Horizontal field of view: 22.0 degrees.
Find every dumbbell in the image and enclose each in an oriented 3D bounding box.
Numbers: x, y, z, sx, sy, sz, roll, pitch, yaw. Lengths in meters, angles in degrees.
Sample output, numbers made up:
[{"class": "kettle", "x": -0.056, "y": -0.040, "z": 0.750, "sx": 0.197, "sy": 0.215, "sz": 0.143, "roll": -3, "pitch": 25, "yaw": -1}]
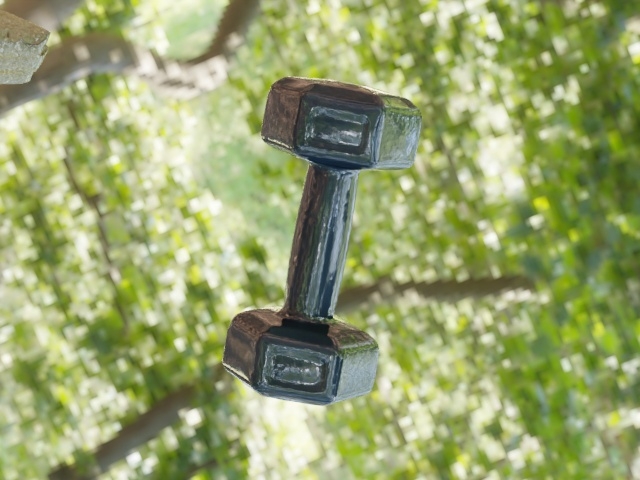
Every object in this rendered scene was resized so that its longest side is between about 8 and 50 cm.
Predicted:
[{"class": "dumbbell", "x": 0.000, "y": 0.000, "z": 1.660, "sx": 0.144, "sy": 0.324, "sz": 0.160, "roll": 17, "pitch": -169, "yaw": 31}]

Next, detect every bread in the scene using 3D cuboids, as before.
[{"class": "bread", "x": -0.323, "y": -0.158, "z": 1.429, "sx": 0.077, "sy": 0.152, "sz": 0.105, "roll": 127, "pitch": -18, "yaw": -50}]
